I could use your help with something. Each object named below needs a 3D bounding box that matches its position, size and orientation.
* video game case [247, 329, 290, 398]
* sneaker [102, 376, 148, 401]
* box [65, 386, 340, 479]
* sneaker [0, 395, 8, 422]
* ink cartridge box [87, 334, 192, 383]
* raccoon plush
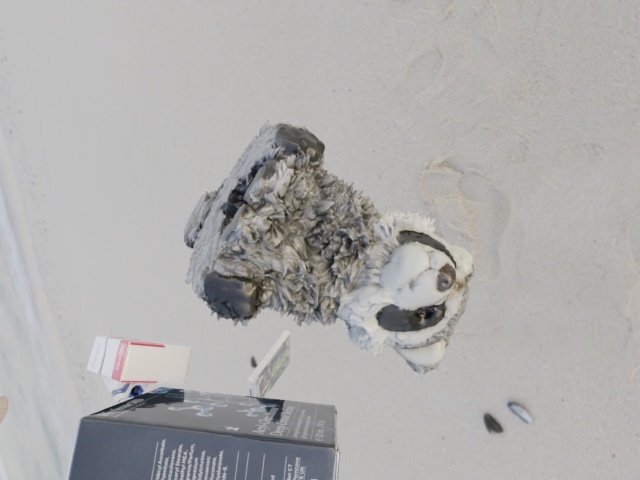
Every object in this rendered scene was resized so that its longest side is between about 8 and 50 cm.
[{"bbox_3d":[-0.147,0.384,1.193,0.022,0.190,0.173,23,135,19],"label":"video game case"},{"bbox_3d":[-0.684,0.513,1.483,0.112,0.296,0.130,-27,79,5],"label":"sneaker"},{"bbox_3d":[-0.172,0.406,0.710,0.397,0.293,0.211,5,79,2],"label":"box"},{"bbox_3d":[-1.103,0.605,1.226,0.108,0.121,0.302,31,86,30],"label":"sneaker"},{"bbox_3d":[-0.487,0.317,1.082,0.238,0.172,0.100,-7,70,43],"label":"ink cartridge box"},{"bbox_3d":[0.000,0.000,0.558,0.216,0.299,0.446,-61,24,4],"label":"raccoon plush"}]
